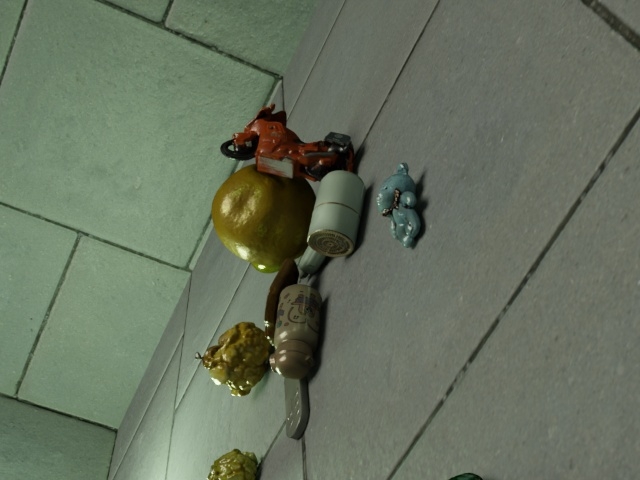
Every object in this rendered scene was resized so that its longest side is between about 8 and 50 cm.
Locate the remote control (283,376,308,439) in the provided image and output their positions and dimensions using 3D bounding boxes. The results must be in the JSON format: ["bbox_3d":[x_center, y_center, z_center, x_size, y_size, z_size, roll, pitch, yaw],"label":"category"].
[{"bbox_3d":[-0.053,0.330,1.934,0.077,0.022,0.245,-60,18,24],"label":"remote control"}]

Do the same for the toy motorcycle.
[{"bbox_3d":[-0.066,-0.227,2.217,0.221,0.326,0.147,-61,-18,-51],"label":"toy motorcycle"}]

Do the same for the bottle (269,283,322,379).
[{"bbox_3d":[-0.058,0.202,1.958,0.110,0.097,0.209,-15,42,21],"label":"bottle"}]

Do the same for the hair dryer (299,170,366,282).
[{"bbox_3d":[0.000,0.000,2.081,0.357,0.108,0.173,122,165,-56],"label":"hair dryer"}]

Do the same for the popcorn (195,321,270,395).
[{"bbox_3d":[-0.196,0.298,2.274,0.140,0.163,0.194,-33,2,36],"label":"popcorn"}]

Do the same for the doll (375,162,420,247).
[{"bbox_3d":[0.139,-0.059,1.680,0.179,0.075,0.120,-90,22,-54],"label":"doll"}]

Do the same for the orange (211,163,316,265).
[{"bbox_3d":[-0.134,-0.070,2.274,0.235,0.279,0.279,-62,16,24],"label":"orange"}]

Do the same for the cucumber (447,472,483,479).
[{"bbox_3d":[0.169,0.317,1.141,0.168,0.039,0.039,130,156,-56],"label":"cucumber"}]

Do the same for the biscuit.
[{"bbox_3d":[-0.093,0.157,2.122,0.182,0.034,0.215,-62,-21,-47],"label":"biscuit"}]

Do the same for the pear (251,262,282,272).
[{"bbox_3d":[-0.143,0.039,2.475,0.131,0.107,0.107,137,150,-66],"label":"pear"}]

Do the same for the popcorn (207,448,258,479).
[{"bbox_3d":[-0.200,0.524,2.031,0.121,0.106,0.116,137,140,-59],"label":"popcorn"}]
